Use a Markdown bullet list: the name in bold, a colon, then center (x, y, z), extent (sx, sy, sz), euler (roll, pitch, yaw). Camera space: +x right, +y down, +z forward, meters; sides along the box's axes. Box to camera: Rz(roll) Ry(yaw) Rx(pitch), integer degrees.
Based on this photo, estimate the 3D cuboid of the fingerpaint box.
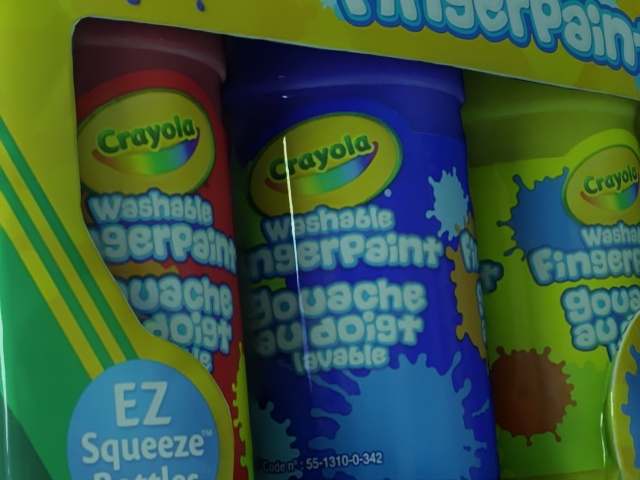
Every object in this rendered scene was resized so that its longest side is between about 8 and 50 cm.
- **fingerpaint box**: center (0.000, 0.000, 0.756), extent (0.163, 0.445, 0.371), euler (-14, 77, 46)
